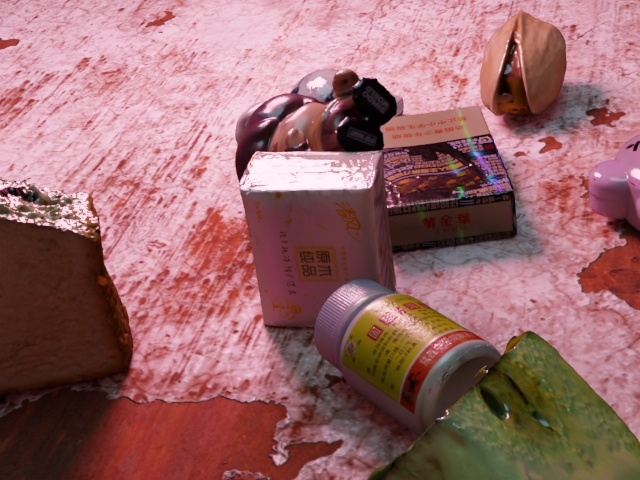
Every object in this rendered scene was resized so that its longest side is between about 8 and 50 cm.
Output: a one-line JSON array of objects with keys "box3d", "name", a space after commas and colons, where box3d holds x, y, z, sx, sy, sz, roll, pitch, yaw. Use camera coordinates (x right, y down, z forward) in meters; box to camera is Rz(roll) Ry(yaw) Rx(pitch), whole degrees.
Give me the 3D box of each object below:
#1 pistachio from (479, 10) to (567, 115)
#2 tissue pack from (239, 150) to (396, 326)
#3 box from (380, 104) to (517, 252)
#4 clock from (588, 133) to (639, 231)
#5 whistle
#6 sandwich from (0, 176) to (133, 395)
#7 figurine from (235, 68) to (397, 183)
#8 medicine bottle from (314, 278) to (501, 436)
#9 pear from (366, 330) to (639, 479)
[{"box3d": [0.358, -0.305, 2.119, 0.157, 0.157, 0.229, 3, 45, 18], "name": "pistachio"}, {"box3d": [0.000, 0.000, 1.642, 0.185, 0.225, 0.124, -1, 32, 12], "name": "tissue pack"}, {"box3d": [0.187, -0.105, 1.899, 0.198, 0.084, 0.310, -7, 31, 2], "name": "box"}, {"box3d": [0.581, -0.085, 1.741, 0.322, 0.113, 0.295, 20, 42, 40], "name": "clock"}, {"box3d": [0.033, -0.236, 2.084, 0.163, 0.163, 0.290, 13, 38, 31], "name": "whistle"}, {"box3d": [-0.402, 0.055, 1.560, 0.262, 0.325, 0.131, -11, 42, -5], "name": "sandwich"}, {"box3d": [-0.021, -0.143, 1.801, 0.206, 0.218, 0.365, 8, -13, -7], "name": "figurine"}, {"box3d": [0.106, 0.144, 1.463, 0.139, 0.139, 0.225, -27, 35, -27], "name": "medicine bottle"}, {"box3d": [0.213, 0.267, 1.187, 0.282, 0.176, 0.286, 41, 31, 12], "name": "pear"}]
